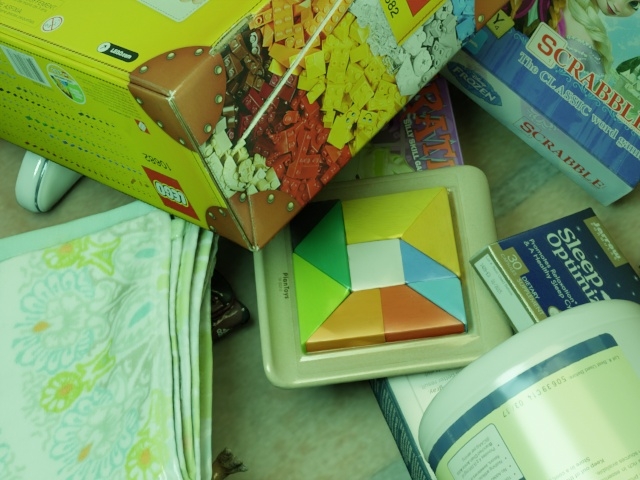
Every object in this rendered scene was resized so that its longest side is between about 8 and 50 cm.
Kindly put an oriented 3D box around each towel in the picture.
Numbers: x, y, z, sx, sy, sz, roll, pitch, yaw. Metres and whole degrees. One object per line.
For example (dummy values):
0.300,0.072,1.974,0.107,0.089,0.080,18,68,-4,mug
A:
-0.265,0.140,1.727,0.374,0.090,0.320,-16,54,22,towel

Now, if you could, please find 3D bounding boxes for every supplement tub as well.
0.253,0.239,1.578,0.235,0.235,0.325,-24,67,-12,supplement tub

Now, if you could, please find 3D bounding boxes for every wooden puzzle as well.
0.057,0.028,1.791,0.239,0.044,0.221,-5,58,-2,wooden puzzle

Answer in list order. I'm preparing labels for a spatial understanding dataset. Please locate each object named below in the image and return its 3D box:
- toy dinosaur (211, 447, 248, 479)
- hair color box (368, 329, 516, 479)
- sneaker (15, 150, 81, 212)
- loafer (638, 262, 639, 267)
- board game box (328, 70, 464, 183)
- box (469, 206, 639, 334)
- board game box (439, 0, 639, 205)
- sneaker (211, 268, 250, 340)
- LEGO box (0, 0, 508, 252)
-0.089,0.325,1.720,0.296,0.127,0.200,38,76,23,toy dinosaur
0.180,0.216,1.777,0.174,0.105,0.347,-19,65,-10,hair color box
-0.215,-0.124,1.950,0.091,0.094,0.258,28,66,18,sneaker
0.359,-0.019,1.925,0.050,0.056,0.148,29,57,14,loafer
0.035,-0.095,1.903,0.208,0.056,0.346,-9,73,-7,board game box
0.252,0.043,1.824,0.225,0.036,0.136,-18,70,-50,box
0.260,-0.254,1.954,0.319,0.066,0.318,38,63,-9,board game box
-0.144,0.113,1.830,0.163,0.106,0.281,-6,63,-7,sneaker
-0.135,-0.243,1.797,0.500,0.193,0.372,24,61,43,LEGO box
